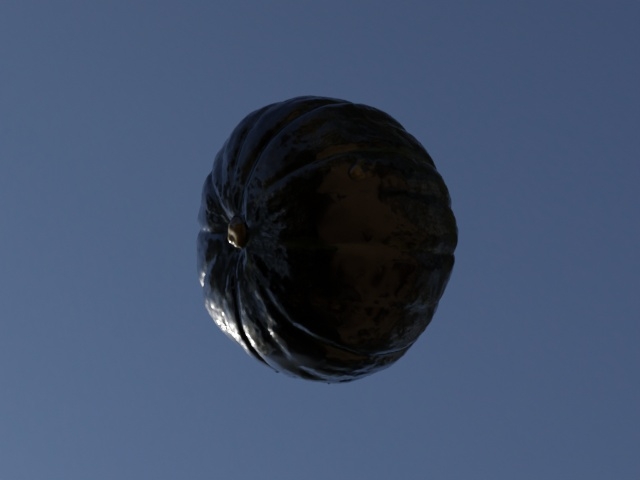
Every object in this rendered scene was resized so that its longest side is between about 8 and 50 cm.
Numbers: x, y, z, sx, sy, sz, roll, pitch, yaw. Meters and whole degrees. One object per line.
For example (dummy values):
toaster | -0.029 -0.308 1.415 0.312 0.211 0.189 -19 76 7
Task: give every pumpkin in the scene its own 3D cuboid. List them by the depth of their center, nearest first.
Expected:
pumpkin | 0.000 0.000 1.270 0.162 0.220 0.220 6 -75 -35
